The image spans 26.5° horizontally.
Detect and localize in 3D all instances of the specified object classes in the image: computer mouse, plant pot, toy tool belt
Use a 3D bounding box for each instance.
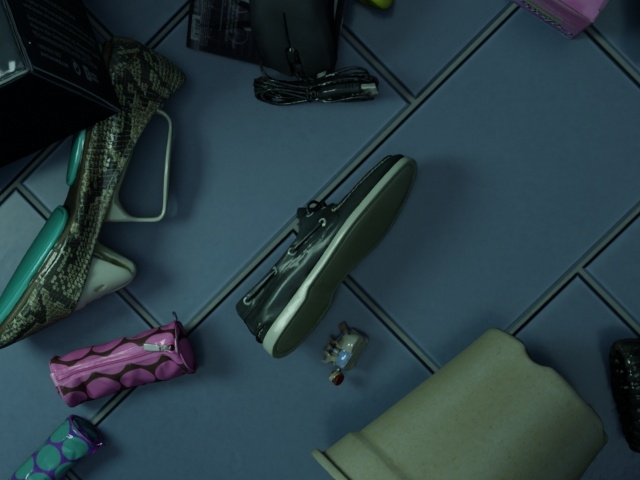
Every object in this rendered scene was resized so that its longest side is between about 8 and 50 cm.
[{"bbox_3d":[-0.029,-0.292,1.862,0.188,0.072,0.272,0,126,16],"label":"computer mouse"},{"bbox_3d":[0.210,0.298,1.844,0.334,0.334,0.305,45,84,1],"label":"plant pot"},{"bbox_3d":[0.028,0.163,1.970,0.051,0.052,0.083,32,92,33],"label":"toy tool belt"}]

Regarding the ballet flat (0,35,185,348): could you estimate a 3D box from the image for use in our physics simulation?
[{"bbox_3d":[-0.313,-0.045,1.939,0.182,0.164,0.483,21,92,-17],"label":"ballet flat"}]

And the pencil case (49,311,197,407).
[{"bbox_3d":[-0.288,0.177,1.964,0.209,0.098,0.095,-18,91,5],"label":"pencil case"}]

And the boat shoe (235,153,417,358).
[{"bbox_3d":[0.001,0.001,1.927,0.113,0.127,0.340,38,98,25],"label":"boat shoe"}]

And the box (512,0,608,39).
[{"bbox_3d":[0.362,-0.398,1.817,0.117,0.243,0.213,33,95,2],"label":"box"}]

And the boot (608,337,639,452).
[{"bbox_3d":[0.528,0.116,1.885,0.260,0.131,0.348,-6,93,4],"label":"boot"}]

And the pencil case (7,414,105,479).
[{"bbox_3d":[-0.390,0.329,1.994,0.070,0.064,0.152,44,95,17],"label":"pencil case"}]

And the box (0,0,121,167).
[{"bbox_3d":[-0.593,-0.309,1.801,0.480,0.297,0.472,-23,80,11],"label":"box"}]

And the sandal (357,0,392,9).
[{"bbox_3d":[-0.006,-0.461,1.910,0.317,0.126,0.138,33,92,-7],"label":"sandal"}]

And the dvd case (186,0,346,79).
[{"bbox_3d":[-0.077,-0.319,1.917,0.221,0.018,0.164,15,130,6],"label":"dvd case"}]
